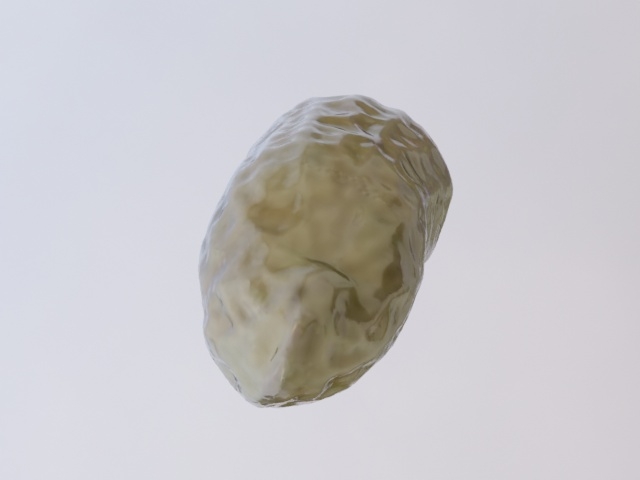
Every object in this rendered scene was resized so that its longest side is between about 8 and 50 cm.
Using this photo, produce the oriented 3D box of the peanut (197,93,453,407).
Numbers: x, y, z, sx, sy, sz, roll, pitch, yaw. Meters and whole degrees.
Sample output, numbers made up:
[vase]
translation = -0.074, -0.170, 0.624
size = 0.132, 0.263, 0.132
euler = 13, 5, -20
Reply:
[peanut]
translation = 0.000, 0.000, 1.231
size = 0.140, 0.153, 0.325
euler = 37, -153, -6
